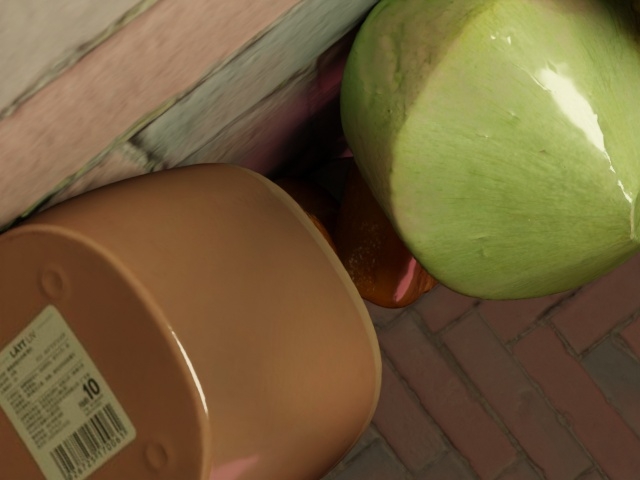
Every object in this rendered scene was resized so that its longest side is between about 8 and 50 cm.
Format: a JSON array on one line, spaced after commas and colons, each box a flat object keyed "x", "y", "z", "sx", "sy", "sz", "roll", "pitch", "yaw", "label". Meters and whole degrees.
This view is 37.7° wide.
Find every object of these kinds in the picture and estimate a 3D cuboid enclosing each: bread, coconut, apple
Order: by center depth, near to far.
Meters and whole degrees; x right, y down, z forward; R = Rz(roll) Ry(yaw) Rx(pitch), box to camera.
[{"x": 0.175, "y": -0.095, "z": 0.803, "sx": 0.281, "sy": 0.328, "sz": 0.328, "roll": -47, "pitch": 174, "yaw": 12, "label": "coconut"}, {"x": 0.120, "y": -0.089, "z": 1.171, "sx": 0.328, "sy": 0.148, "sz": 0.337, "roll": -25, "pitch": 134, "yaw": -65, "label": "bread"}, {"x": -0.039, "y": -0.013, "z": 1.225, "sx": 0.146, "sy": 0.146, "sz": 0.131, "roll": -38, "pitch": 170, "yaw": 10, "label": "apple"}]

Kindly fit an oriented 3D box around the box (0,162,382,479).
[{"x": -0.128, "y": 0.099, "z": 0.702, "sx": 0.301, "sy": 0.301, "sz": 0.216, "roll": -39, "pitch": 172, "yaw": 24, "label": "box"}]

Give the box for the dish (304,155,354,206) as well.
[{"x": 0.000, "y": 0.000, "z": 1.420, "sx": 0.303, "sy": 0.120, "sz": 0.303, "roll": 7, "pitch": 90, "yaw": -82, "label": "dish"}]

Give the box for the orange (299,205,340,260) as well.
[{"x": -0.094, "y": 0.053, "z": 0.933, "sx": 0.240, "sy": 0.240, "sz": 0.240, "roll": -38, "pitch": 176, "yaw": -3, "label": "orange"}]

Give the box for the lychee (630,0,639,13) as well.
[{"x": 0.300, "y": -0.244, "z": 0.594, "sx": 0.270, "sy": 0.320, "sz": 0.270, "roll": -38, "pitch": -155, "yaw": 21, "label": "lychee"}]
